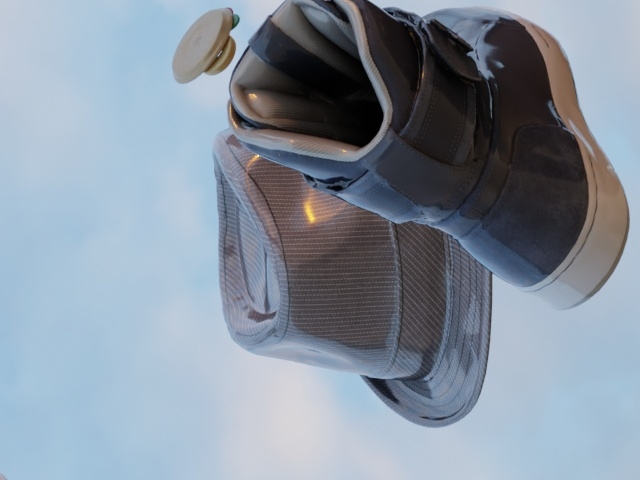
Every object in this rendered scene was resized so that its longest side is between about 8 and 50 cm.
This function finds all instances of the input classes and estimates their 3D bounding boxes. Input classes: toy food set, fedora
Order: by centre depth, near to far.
[{"bbox_3d":[0.000,0.000,1.275,0.124,0.275,0.243,-7,-61,-17],"label":"fedora"},{"bbox_3d":[-0.103,-0.175,1.799,0.020,0.083,0.082,34,-132,-28],"label":"toy food set"}]

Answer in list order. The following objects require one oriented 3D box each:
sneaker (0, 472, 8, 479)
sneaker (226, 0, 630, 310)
[{"bbox_3d":[-0.244,0.216,1.396,0.115,0.232,0.090,-26,-60,-61],"label":"sneaker"},{"bbox_3d":[0.033,-0.073,0.884,0.163,0.086,0.226,25,-160,-24],"label":"sneaker"}]
